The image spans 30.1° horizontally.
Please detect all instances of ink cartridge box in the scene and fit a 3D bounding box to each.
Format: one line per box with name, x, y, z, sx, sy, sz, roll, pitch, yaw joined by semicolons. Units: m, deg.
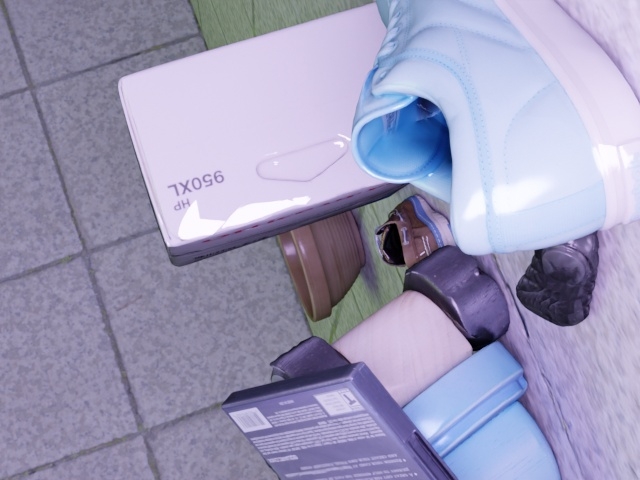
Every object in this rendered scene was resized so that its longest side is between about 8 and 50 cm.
ink cartridge box;-0.046;-0.097;1.241;0.395;0.285;0.166;152;99;-82

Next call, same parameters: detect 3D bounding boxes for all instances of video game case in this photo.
video game case;0.053;0.225;1.027;0.274;0.026;0.196;51;143;-14

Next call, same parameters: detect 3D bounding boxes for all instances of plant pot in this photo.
plant pot;0.000;0.000;1.864;0.237;0.109;0.237;161;90;-82

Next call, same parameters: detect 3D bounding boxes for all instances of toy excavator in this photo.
toy excavator;0.141;0.295;1.198;0.445;0.222;0.433;52;157;16

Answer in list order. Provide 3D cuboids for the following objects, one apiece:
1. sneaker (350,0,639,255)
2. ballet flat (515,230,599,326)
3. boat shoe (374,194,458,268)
sneaker;0.077;-0.115;0.803;0.366;0.150;0.135;-119;14;-56
ballet flat;0.179;0.022;0.867;0.057;0.049;0.173;25;161;11
boat shoe;0.094;-0.007;1.295;0.183;0.066;0.066;-146;38;-78
